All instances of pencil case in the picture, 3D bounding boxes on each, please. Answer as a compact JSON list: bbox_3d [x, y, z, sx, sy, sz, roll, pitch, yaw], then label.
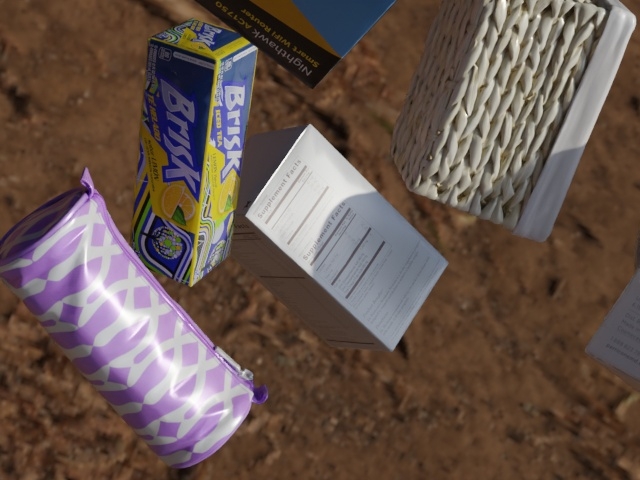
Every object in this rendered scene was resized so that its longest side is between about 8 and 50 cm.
[{"bbox_3d":[-0.124,0.058,0.863,0.206,0.088,0.086,51,13,-23],"label":"pencil case"}]

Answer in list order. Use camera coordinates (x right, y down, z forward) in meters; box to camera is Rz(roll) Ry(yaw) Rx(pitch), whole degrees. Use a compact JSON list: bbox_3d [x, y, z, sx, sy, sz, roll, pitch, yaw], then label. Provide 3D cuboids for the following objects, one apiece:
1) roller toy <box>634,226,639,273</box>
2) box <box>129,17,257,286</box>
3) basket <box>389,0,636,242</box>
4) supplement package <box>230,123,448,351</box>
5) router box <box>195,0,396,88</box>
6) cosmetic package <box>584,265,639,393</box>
[{"bbox_3d":[0.429,0.026,1.358,0.146,0.209,0.191,-10,32,-36],"label":"roller toy"},{"bbox_3d":[-0.087,-0.059,0.884,0.054,0.169,0.059,20,30,19],"label":"box"},{"bbox_3d":[0.123,-0.101,0.890,0.103,0.167,0.113,14,20,-12],"label":"basket"},{"bbox_3d":[0.000,0.000,1.495,0.244,0.134,0.139,44,-23,-24],"label":"supplement package"},{"bbox_3d":[-0.040,-0.162,0.596,0.179,0.133,0.046,36,61,-8],"label":"router box"},{"bbox_3d":[0.335,0.045,0.896,0.138,0.224,0.224,30,-2,43],"label":"cosmetic package"}]
